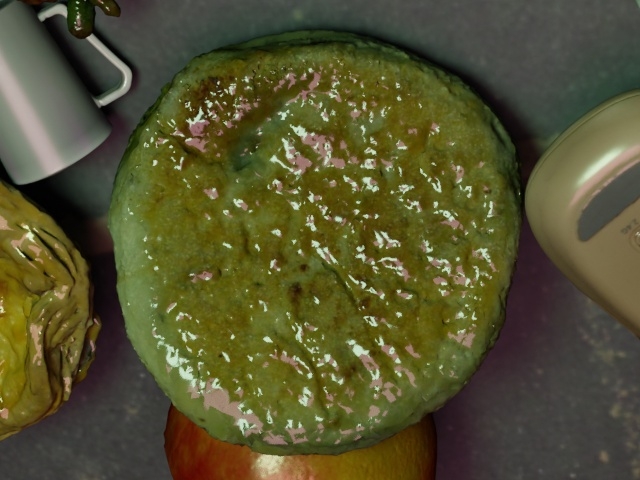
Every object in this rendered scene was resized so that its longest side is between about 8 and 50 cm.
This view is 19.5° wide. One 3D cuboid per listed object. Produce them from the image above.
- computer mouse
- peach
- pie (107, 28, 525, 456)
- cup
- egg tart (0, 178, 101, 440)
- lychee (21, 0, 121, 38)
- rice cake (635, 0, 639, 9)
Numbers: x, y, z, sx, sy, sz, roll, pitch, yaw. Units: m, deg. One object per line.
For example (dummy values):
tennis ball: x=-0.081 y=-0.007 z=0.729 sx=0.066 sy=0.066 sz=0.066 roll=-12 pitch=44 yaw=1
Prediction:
computer mouse: x=0.232 y=-0.006 z=1.191 sx=0.236 sy=0.082 sz=0.145 roll=35 pitch=111 yaw=-30
peach: x=-0.015 y=0.153 z=1.271 sx=0.190 sy=0.190 sz=0.192 roll=13 pitch=126 yaw=1
pie: x=0.000 y=0.000 z=1.178 sx=0.277 sy=0.078 sz=0.277 roll=0 pitch=85 yaw=-2
cup: x=-0.180 y=-0.106 z=1.219 sx=0.104 sy=0.074 sz=0.116 roll=-29 pitch=109 yaw=-4
egg tart: x=-0.259 y=0.032 z=1.282 sx=0.241 sy=0.106 sz=0.241 roll=5 pitch=121 yaw=9
lychee: x=-0.161 y=-0.196 z=1.134 sx=0.114 sy=0.114 sz=0.146 roll=-23 pitch=93 yaw=20
rice cake: x=0.190 y=-0.194 z=1.122 sx=0.045 sy=0.042 sz=0.245 roll=-22 pitch=114 yaw=23
